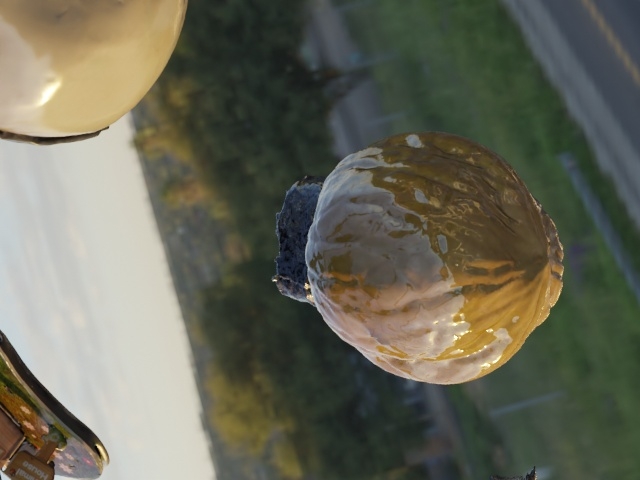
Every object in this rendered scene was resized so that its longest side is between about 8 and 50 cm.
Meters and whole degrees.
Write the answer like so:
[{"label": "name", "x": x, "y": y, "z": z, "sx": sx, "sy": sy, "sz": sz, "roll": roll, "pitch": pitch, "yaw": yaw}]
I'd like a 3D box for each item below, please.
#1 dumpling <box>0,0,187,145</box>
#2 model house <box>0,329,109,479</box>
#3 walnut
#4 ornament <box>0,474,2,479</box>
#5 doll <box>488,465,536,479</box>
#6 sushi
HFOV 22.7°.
[{"label": "dumpling", "x": -0.156, "y": -0.146, "z": 0.970, "sx": 0.293, "sy": 0.204, "sz": 0.163, "roll": -8, "pitch": -94, "yaw": -61}, {"label": "model house", "x": -0.345, "y": 0.152, "z": 1.348, "sx": 0.207, "sy": 0.154, "sz": 0.294, "roll": 1, "pitch": 136, "yaw": 46}, {"label": "walnut", "x": 0.100, "y": 0.015, "z": 1.389, "sx": 0.228, "sy": 0.228, "sz": 0.228, "roll": 165, "pitch": 90, "yaw": -85}, {"label": "ornament", "x": -0.497, "y": 0.296, "z": 1.962, "sx": 0.088, "sy": 0.203, "sz": 0.081, "roll": -7, "pitch": 104, "yaw": 52}, {"label": "doll", "x": 0.089, "y": 0.194, "z": 0.836, "sx": 0.192, "sy": 0.095, "sz": 0.149, "roll": 96, "pitch": -175, "yaw": -81}, {"label": "sushi", "x": 0.000, "y": 0.000, "z": 1.878, "sx": 0.078, "sy": 0.090, "sz": 0.150, "roll": 17, "pitch": 102, "yaw": 46}]
